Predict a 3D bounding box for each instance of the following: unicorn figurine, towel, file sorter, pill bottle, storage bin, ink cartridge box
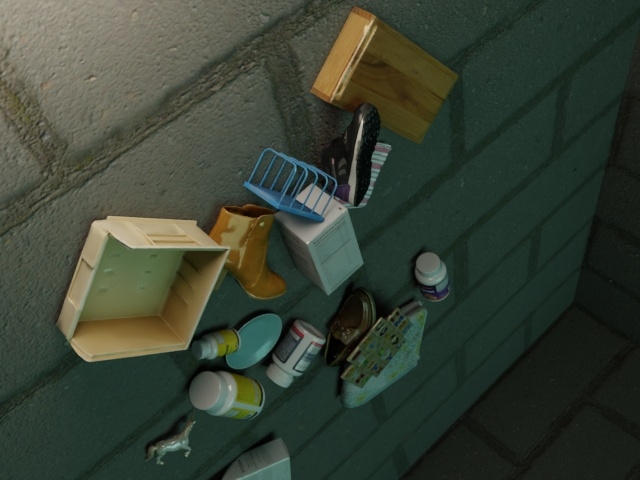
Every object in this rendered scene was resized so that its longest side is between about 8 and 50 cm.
[{"bbox_3d":[-0.392,0.547,1.774,0.162,0.060,0.111,-26,140,-33],"label":"unicorn figurine"},{"bbox_3d":[0.102,-0.165,1.713,0.144,0.029,0.196,-7,127,-46],"label":"towel"},{"bbox_3d":[-0.060,-0.126,1.479,0.170,0.118,0.104,15,107,-54],"label":"file sorter"},{"bbox_3d":[0.226,0.407,2.356,0.375,0.090,0.320,-28,137,-31],"label":"towel"},{"bbox_3d":[-0.077,0.330,1.900,0.180,0.108,0.108,-55,147,6],"label":"pill bottle"},{"bbox_3d":[-0.359,0.094,1.327,0.261,0.123,0.262,1,121,-51],"label":"storage bin"},{"bbox_3d":[0.382,0.122,2.247,0.108,0.108,0.193,-44,145,-12],"label":"pill bottle"},{"bbox_3d":[-0.264,0.263,1.653,0.116,0.065,0.065,-9,128,-45],"label":"pill bottle"},{"bbox_3d":[-0.250,0.416,1.765,0.119,0.119,0.208,-52,147,1],"label":"pill bottle"},{"bbox_3d":[-0.285,0.840,2.192,0.385,0.091,0.308,-17,136,-17],"label":"ink cartridge box"}]

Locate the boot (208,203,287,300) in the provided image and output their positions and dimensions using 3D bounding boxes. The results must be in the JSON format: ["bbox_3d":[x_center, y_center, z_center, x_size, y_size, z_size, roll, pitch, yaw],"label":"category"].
[{"bbox_3d":[-0.146,0.025,1.532,0.295,0.104,0.211,10,114,-49],"label":"boot"}]

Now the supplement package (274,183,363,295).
[{"bbox_3d":[0.000,0.000,1.653,0.139,0.134,0.244,-41,146,-15],"label":"supplement package"}]

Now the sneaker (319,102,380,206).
[{"bbox_3d":[0.053,-0.203,1.521,0.107,0.124,0.283,-52,160,-40],"label":"sneaker"}]

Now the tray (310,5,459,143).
[{"bbox_3d":[0.168,-0.374,1.556,0.411,0.076,0.202,10,113,-52],"label":"tray"}]

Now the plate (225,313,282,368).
[{"bbox_3d":[-0.185,0.270,1.791,0.188,0.024,0.188,-30,140,-29],"label":"plate"}]

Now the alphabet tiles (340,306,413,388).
[{"bbox_3d":[0.192,0.358,2.155,0.285,0.011,0.342,-50,152,-3],"label":"alphabet tiles"}]

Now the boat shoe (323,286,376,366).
[{"bbox_3d":[0.087,0.283,2.046,0.105,0.111,0.307,-21,135,-39],"label":"boat shoe"}]
